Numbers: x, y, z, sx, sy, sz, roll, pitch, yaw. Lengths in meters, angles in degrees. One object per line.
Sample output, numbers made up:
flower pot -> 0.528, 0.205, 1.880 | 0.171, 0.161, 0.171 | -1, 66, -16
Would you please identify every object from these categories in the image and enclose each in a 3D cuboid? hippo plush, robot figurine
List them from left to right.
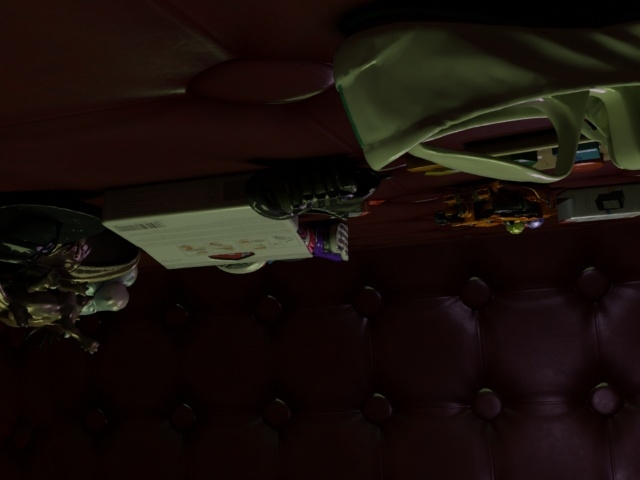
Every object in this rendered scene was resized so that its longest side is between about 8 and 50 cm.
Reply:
hippo plush -> -0.689, 0.085, 2.059 | 0.294, 0.234, 0.236 | -24, 136, 28
robot figurine -> 0.369, -0.074, 1.543 | 0.211, 0.085, 0.291 | -9, 174, 41

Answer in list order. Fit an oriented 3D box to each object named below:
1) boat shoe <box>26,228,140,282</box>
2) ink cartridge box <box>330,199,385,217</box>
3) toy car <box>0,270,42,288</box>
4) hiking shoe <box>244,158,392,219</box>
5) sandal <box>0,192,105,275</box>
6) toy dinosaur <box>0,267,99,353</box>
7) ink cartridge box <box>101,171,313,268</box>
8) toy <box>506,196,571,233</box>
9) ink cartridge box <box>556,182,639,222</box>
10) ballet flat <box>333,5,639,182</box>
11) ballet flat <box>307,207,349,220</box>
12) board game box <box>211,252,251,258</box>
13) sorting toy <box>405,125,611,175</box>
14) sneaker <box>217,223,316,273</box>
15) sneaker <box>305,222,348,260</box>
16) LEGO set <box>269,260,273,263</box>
boat shoe -> -0.493, 0.003, 1.369 | 0.342, 0.123, 0.123 | 11, 161, -31
ink cartridge box -> 0.083, -0.070, 1.633 | 0.115, 0.029, 0.063 | -3, 175, -12
toy car -> -0.628, 0.041, 1.454 | 0.136, 0.159, 0.182 | -7, 176, 33
hiking shoe -> -0.004, -0.089, 1.087 | 0.227, 0.086, 0.114 | -8, 165, -38
sandal -> -0.571, 0.003, 1.176 | 0.446, 0.107, 0.167 | -3, 161, -17
toy dinosaur -> -0.536, 0.124, 1.364 | 0.200, 0.127, 0.296 | -2, 160, 37
ink cartridge box -> -0.183, -0.028, 1.269 | 0.296, 0.066, 0.261 | -5, 161, 11
toy -> 0.479, -0.052, 1.767 | 0.137, 0.056, 0.237 | -27, -166, -24
ink cartridge box -> 0.671, -0.088, 1.757 | 0.175, 0.072, 0.127 | -5, 175, 5
ballet flat -> 0.208, -0.111, 0.579 | 0.400, 0.139, 0.139 | -4, 176, -10
ballet flat -> -0.023, -0.061, 1.502 | 0.173, 0.049, 0.057 | -4, 175, -10
board game box -> -0.312, 0.006, 1.716 | 0.281, 0.027, 0.145 | 11, -178, 35
sorting toy -> 0.303, -0.121, 1.132 | 0.307, 0.041, 0.229 | -7, 175, 24
sneaker -> -0.162, 0.002, 1.861 | 0.299, 0.121, 0.112 | -15, 156, 29
sneaker -> 0.000, -0.001, 2.083 | 0.146, 0.102, 0.293 | -1, 171, 8
LEGO set -> -0.148, 0.000, 2.045 | 0.087, 0.093, 0.227 | -36, 172, -5
